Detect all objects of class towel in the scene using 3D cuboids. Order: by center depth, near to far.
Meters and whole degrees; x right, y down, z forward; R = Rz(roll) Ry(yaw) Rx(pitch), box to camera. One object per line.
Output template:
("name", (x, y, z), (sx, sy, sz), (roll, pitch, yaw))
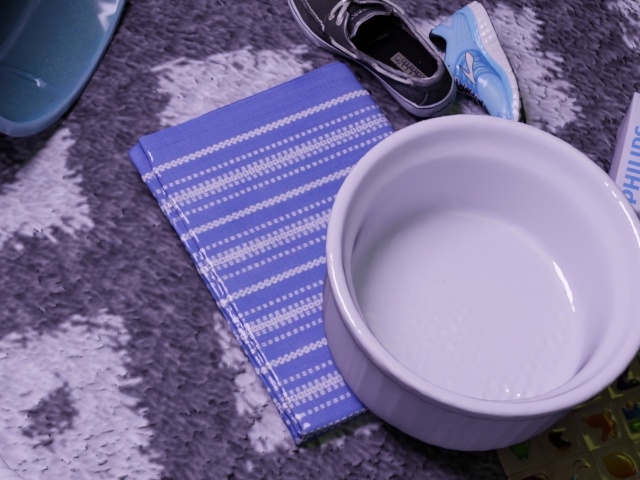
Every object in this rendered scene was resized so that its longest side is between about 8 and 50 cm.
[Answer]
("towel", (0.000, 0.000, 1.415), (0.243, 0.040, 0.336), (-24, 68, -20))

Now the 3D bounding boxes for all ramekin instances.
("ramekin", (0.131, 0.044, 1.314), (0.277, 0.135, 0.277), (4, 62, -8))

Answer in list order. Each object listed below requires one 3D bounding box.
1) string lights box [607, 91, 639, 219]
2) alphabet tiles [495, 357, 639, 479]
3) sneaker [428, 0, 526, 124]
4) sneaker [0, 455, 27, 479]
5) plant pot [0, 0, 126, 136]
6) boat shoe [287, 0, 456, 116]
("string lights box", (0.400, -0.033, 1.450), (0.259, 0.077, 0.133), (16, 61, 3))
("alphabet tiles", (0.278, 0.192, 1.348), (0.237, 0.009, 0.198), (-14, 63, -14))
("sneaker", (0.153, -0.154, 1.512), (0.073, 0.063, 0.162), (-22, 60, 3))
("sneaker", (-0.375, 0.251, 1.198), (0.305, 0.114, 0.152), (-31, 54, -26))
("plant pot", (-0.375, -0.301, 1.391), (0.334, 0.341, 0.341), (17, 60, 13))
("boat shoe", (0.046, -0.208, 1.495), (0.078, 0.070, 0.219), (-46, 64, -8))
